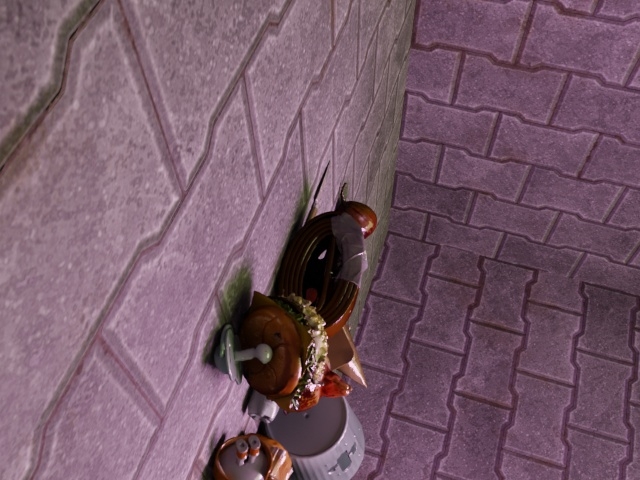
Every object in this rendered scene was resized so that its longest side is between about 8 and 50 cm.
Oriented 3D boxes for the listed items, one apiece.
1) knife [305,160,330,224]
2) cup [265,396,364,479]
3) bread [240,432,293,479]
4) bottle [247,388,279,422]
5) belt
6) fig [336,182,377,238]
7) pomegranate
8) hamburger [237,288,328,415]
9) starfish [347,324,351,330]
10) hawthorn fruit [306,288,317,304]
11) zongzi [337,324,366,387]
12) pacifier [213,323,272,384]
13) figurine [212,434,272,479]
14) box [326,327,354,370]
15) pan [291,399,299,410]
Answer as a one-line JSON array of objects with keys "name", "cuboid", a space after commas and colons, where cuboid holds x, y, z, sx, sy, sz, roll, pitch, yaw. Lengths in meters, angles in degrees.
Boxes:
[{"name": "knife", "cuboid": [-0.010, -0.115, 1.864, 0.047, 0.017, 0.298, 80, 27, -57]}, {"name": "cup", "cuboid": [-0.034, 0.660, 2.056, 0.392, 0.310, 0.401, 76, 28, -58]}, {"name": "bread", "cuboid": [-0.155, 0.611, 1.764, 0.241, 0.136, 0.107, 81, 27, -59]}, {"name": "bottle", "cuboid": [-0.126, 0.356, 1.735, 0.083, 0.083, 0.270, 88, 15, -57]}, {"name": "belt", "cuboid": [0.009, 0.090, 1.695, 0.122, 0.217, 0.339, 78, 27, -69]}, {"name": "fig", "cuboid": [0.111, -0.074, 2.253, 0.202, 0.148, 0.149, 29, 36, -41]}, {"name": "pomegranate", "cuboid": [-0.029, 0.401, 1.848, 0.214, 0.247, 0.214, 17, 90, -73]}, {"name": "hamburger", "cuboid": [-0.081, 0.241, 1.407, 0.138, 0.243, 0.262, 1, 121, -47]}, {"name": "starfish", "cuboid": [0.028, 0.316, 2.407, 0.057, 0.213, 0.238, 57, 1, -41]}, {"name": "hawthorn fruit", "cuboid": [0.000, 0.166, 1.927, 0.202, 0.185, 0.185, -57, 167, -5]}, {"name": "zongzi", "cuboid": [0.065, 0.352, 2.185, 0.145, 0.300, 0.274, -36, 154, -15]}, {"name": "pacifier", "cuboid": [-0.158, 0.232, 1.324, 0.150, 0.116, 0.127, 74, 7, -63]}, {"name": "figurine", "cuboid": [-0.192, 0.570, 1.537, 0.143, 0.143, 0.271, -54, 155, -63]}, {"name": "box", "cuboid": [0.009, 0.318, 2.026, 0.201, 0.144, 0.090, 62, -4, 14]}, {"name": "pan", "cuboid": [-0.110, 0.345, 1.669, 0.136, 0.028, 0.235, -40, 114, -50]}]
